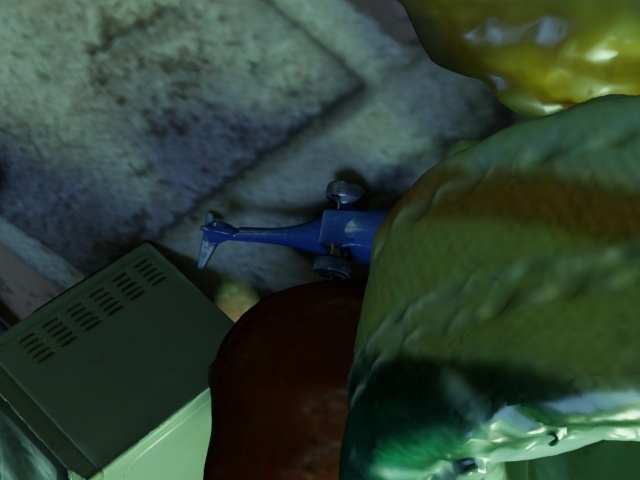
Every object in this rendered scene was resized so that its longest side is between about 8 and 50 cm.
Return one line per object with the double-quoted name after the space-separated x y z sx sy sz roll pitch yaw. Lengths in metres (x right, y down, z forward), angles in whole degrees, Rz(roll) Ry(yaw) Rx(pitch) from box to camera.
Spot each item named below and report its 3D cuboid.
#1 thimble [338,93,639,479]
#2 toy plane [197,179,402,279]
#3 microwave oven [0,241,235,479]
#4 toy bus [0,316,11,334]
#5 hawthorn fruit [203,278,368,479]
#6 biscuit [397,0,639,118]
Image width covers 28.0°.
0.151 0.064 0.531 0.288 0.167 0.254 -11 140 32 "thimble"
0.000 0.000 0.731 0.167 0.054 0.062 3 163 25 "toy plane"
-0.141 0.123 0.851 0.129 0.163 0.205 40 145 18 "microwave oven"
-0.354 -0.005 0.870 0.136 0.109 0.330 3 138 42 "toy bus"
0.040 0.111 0.733 0.202 0.185 0.185 -4 135 18 "hawthorn fruit"
0.115 -0.169 0.451 0.335 0.078 0.329 39 143 -17 "biscuit"
